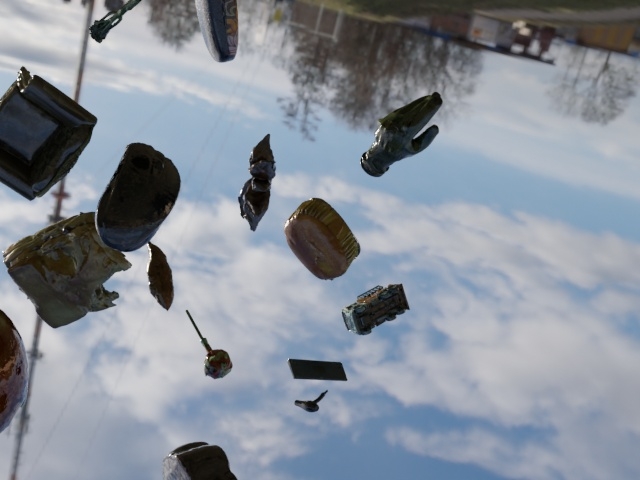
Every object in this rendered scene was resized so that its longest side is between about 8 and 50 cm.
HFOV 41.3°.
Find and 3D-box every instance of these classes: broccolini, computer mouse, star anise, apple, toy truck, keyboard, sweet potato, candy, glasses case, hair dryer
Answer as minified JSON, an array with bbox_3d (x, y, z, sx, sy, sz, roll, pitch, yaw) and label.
[{"bbox_3d":[-0.320,-0.346,1.324,0.030,0.035,0.140,36,146,-30],"label":"broccolini"},{"bbox_3d":[-0.357,-0.097,1.705,0.137,0.086,0.270,39,-136,-25],"label":"computer mouse"},{"bbox_3d":[-0.126,-0.126,1.714,0.065,0.182,0.195,12,-147,-5],"label":"star anise"},{"bbox_3d":[-0.755,0.295,1.855,0.179,0.254,0.346,10,-125,14],"label":"apple"},{"bbox_3d":[0.130,0.176,2.205,0.177,0.080,0.115,-26,-164,-31],"label":"toy truck"},{"bbox_3d":[-0.006,0.328,2.141,0.176,0.014,0.055,10,-136,-40],"label":"keyboard"},{"bbox_3d":[-0.384,0.076,2.015,0.068,0.060,0.206,20,-141,-42],"label":"sweet potato"},{"bbox_3d":[-0.343,0.296,2.480,0.084,0.078,0.288,-14,-138,-27],"label":"candy"},{"bbox_3d":[-0.231,-0.547,1.839,0.082,0.321,0.122,-13,-151,-16],"label":"glasses case"},{"bbox_3d":[-0.017,0.409,2.186,0.079,0.031,0.083,6,-149,47],"label":"hair dryer"}]

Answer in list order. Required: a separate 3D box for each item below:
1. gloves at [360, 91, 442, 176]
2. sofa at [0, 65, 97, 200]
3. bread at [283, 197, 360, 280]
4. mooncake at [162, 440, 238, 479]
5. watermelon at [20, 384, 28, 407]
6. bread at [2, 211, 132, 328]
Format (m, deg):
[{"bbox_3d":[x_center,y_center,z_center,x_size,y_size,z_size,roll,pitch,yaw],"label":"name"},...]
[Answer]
[{"bbox_3d":[0.197,-0.257,2.061,0.135,0.268,0.107,48,-151,9],"label":"gloves"},{"bbox_3d":[-0.672,-0.244,1.971,0.200,0.258,0.182,39,-173,-32],"label":"sofa"},{"bbox_3d":[0.000,0.000,2.041,0.190,0.132,0.114,49,-139,-6],"label":"bread"},{"bbox_3d":[-0.289,0.602,2.043,0.133,0.245,0.245,-13,-149,-38],"label":"mooncake"},{"bbox_3d":[-0.759,0.344,2.009,0.139,0.187,0.071,-24,-148,-25],"label":"watermelon"},{"bbox_3d":[-0.716,0.103,2.436,0.370,0.314,0.191,-15,-143,21],"label":"bread"}]
